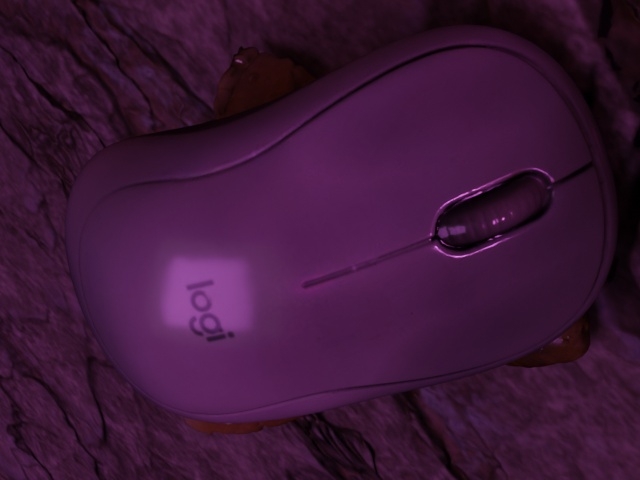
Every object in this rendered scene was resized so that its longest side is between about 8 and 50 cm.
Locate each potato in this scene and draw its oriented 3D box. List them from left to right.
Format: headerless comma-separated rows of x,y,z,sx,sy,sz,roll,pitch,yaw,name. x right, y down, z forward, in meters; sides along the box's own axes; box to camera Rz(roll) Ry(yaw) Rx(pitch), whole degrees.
0.119,0.049,0.907,0.083,0.040,0.051,-2,126,51,potato

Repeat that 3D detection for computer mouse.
0.000,0.000,0.815,0.297,0.121,0.184,-11,105,18,computer mouse

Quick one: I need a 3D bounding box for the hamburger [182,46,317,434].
-0.031,0.005,0.951,0.135,0.155,0.208,26,133,24,hamburger
